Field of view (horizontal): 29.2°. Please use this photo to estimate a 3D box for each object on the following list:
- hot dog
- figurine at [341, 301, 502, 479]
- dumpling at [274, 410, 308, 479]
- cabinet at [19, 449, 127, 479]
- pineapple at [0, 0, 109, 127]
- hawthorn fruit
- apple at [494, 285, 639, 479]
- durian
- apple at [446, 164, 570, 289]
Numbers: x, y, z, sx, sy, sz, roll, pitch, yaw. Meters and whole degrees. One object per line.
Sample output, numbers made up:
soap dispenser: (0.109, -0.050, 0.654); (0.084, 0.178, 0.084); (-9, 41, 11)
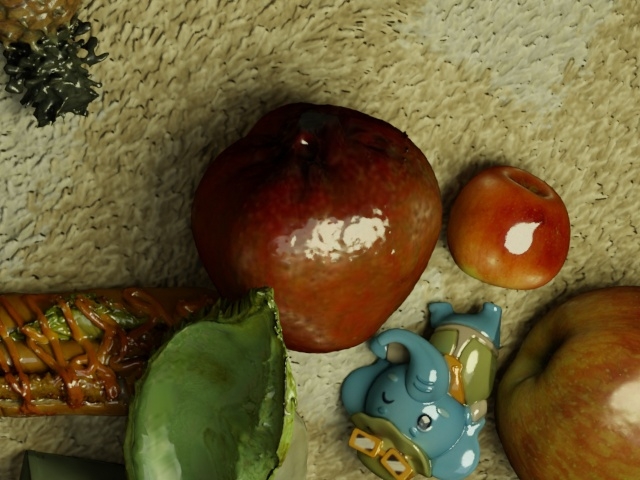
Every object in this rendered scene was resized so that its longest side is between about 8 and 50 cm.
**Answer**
hot dog: (-0.263, 0.129, 1.459); (0.348, 0.117, 0.158); (1, 78, -15)
figurine: (0.133, 0.190, 1.599); (0.179, 0.154, 0.262); (22, 81, -11)
dumpling: (-0.082, 0.260, 1.555); (0.136, 0.118, 0.199); (-20, 104, -3)
cabinet: (-0.273, 0.363, 1.518); (0.206, 0.150, 0.145); (12, 96, -18)
pineapple: (-0.321, -0.242, 1.351); (0.157, 0.158, 0.279); (-17, 121, -10)
hawthorn fruit: (-0.011, -0.010, 1.434); (0.294, 0.295, 0.311); (9, 126, -17)
apple: (0.359, 0.205, 1.586); (0.249, 0.277, 0.310); (12, 87, -2)
durian: (-0.122, 0.207, 1.355); (0.163, 0.198, 0.394); (12, 121, -19)
apple: (0.239, -0.017, 1.549); (0.163, 0.163, 0.139); (9, 110, -17)
